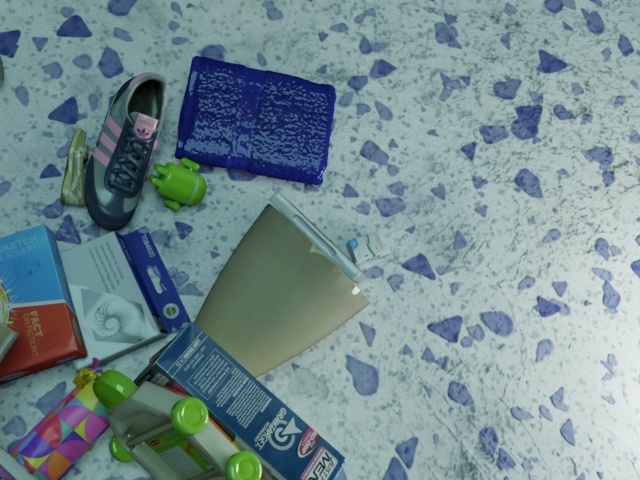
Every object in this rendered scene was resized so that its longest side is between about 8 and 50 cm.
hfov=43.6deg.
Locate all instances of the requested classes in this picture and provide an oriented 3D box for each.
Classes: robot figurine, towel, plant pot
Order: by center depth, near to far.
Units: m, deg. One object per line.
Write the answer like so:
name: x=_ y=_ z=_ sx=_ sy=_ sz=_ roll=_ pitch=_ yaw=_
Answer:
plant pot: x=-0.098 y=0.118 z=1.431 sx=0.274 sy=0.256 sz=0.256 roll=-45 pitch=83 yaw=-4
robot figurine: x=-0.272 y=-0.109 z=1.546 sx=0.115 sy=0.067 sz=0.101 roll=22 pitch=95 yaw=-26
towel: x=-0.131 y=-0.239 z=1.632 sx=0.308 sy=0.076 sz=0.227 roll=10 pitch=76 yaw=-7

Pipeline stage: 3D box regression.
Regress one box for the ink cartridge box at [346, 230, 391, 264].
ink cartridge box: x=0.100 y=0.013 z=1.601 sx=0.083 sy=0.028 sz=0.048 roll=-18 pitch=75 yaw=-16

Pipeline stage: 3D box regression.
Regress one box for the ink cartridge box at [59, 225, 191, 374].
ink cartridge box: x=-0.382 y=0.100 z=1.471 sx=0.224 sy=0.045 sz=0.223 roll=-24 pitch=76 yaw=-18

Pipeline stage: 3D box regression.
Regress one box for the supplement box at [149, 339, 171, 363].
supplement box: x=-0.263 y=0.231 z=1.447 sx=0.055 sy=0.043 sz=0.083 roll=-42 pitch=83 yaw=-21

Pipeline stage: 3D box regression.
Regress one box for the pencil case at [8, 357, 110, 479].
pencil case: x=-0.429 y=0.319 z=1.355 sx=0.104 sy=0.104 sz=0.236 roll=38 pitch=69 yaw=4

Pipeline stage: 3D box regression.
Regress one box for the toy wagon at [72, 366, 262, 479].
toy wagon: x=-0.246 y=0.314 z=1.277 sx=0.344 sy=0.267 sz=0.068 roll=48 pitch=48 yaw=-8

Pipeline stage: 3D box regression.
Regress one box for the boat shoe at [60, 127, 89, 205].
boat shoe: x=-0.465 y=-0.141 z=1.541 sx=0.048 sy=0.056 sz=0.153 roll=10 pitch=70 yaw=-17

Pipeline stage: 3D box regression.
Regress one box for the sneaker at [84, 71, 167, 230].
sneaker: x=-0.364 y=-0.179 z=1.518 sx=0.112 sy=0.131 sz=0.319 roll=17 pitch=67 yaw=-31

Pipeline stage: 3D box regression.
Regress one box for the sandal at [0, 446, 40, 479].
sandal: x=-0.509 y=0.421 z=1.232 sx=0.416 sy=0.102 sz=0.169 roll=25 pitch=105 yaw=16

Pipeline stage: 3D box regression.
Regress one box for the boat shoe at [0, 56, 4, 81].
boat shoe: x=-0.694 y=-0.396 z=1.584 sx=0.081 sy=0.079 sz=0.227 roll=-24 pitch=71 yaw=-8

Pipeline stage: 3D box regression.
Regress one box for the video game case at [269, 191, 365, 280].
video game case: x=0.000 y=0.000 z=1.486 sx=0.206 sy=0.227 sz=0.026 roll=44 pitch=91 yaw=7

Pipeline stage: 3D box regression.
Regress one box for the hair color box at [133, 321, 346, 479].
hair color box: x=-0.145 y=0.310 z=1.333 sx=0.347 sy=0.174 sz=0.105 roll=42 pitch=51 yaw=-4

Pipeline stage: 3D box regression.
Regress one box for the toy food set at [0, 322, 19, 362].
toy food set: x=-0.662 y=0.176 z=1.273 sx=0.306 sy=0.092 sz=0.219 roll=25 pitch=74 yaw=15

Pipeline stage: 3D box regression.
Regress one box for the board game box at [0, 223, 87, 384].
board game box: x=-0.593 y=0.135 z=1.383 sx=0.316 sy=0.064 sz=0.242 roll=-19 pitch=75 yaw=-6
